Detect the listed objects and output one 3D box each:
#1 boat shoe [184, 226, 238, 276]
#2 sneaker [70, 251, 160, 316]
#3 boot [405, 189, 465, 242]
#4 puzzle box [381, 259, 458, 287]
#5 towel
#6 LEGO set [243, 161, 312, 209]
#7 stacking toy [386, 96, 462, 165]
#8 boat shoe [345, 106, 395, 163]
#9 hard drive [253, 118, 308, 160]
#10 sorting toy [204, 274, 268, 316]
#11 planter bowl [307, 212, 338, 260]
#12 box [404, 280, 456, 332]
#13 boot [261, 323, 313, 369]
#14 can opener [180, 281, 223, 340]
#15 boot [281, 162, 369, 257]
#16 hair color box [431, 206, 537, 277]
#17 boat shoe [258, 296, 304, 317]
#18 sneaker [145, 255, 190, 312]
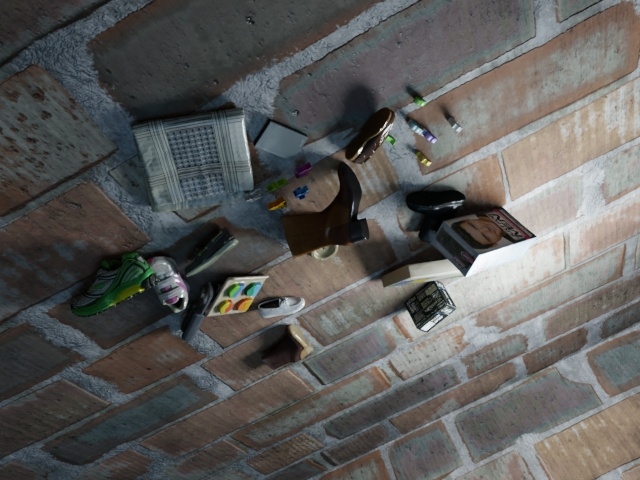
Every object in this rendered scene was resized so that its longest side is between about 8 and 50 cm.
[{"bbox_3d":[-0.373,0.040,1.818,0.228,0.069,0.081,-35,176,19],"label":"boat shoe"},{"bbox_3d":[-0.678,0.140,1.768,0.343,0.146,0.134,-26,-176,19],"label":"sneaker"},{"bbox_3d":[0.397,-0.077,1.998,0.246,0.094,0.207,-7,132,-25],"label":"boot"},{"bbox_3d":[0.476,0.118,2.163,0.409,0.052,0.272,-6,169,-18],"label":"puzzle box"},{"bbox_3d":[-0.355,-0.215,1.570,0.312,0.056,0.324,-12,138,-12],"label":"towel"},{"bbox_3d":[-0.115,-0.146,1.704,0.227,0.087,0.093,-26,174,0],"label":"LEGO set"},{"bbox_3d":[0.322,-0.341,1.728,0.221,0.052,0.167,20,123,-36],"label":"stacking toy"},{"bbox_3d":[0.162,-0.317,1.675,0.073,0.073,0.207,16,133,-37],"label":"boat shoe"},{"bbox_3d":[-0.117,-0.295,1.613,0.135,0.022,0.094,16,125,-35],"label":"hard drive"},{"bbox_3d":[-0.299,0.205,1.984,0.193,0.038,0.208,1,133,-52],"label":"sorting toy"},{"bbox_3d":[0.000,0.000,1.900,0.162,0.109,0.162,-12,138,-11],"label":"planter bowl"},{"bbox_3d":[0.471,0.282,2.358,0.077,0.147,0.180,25,120,-39],"label":"box"},{"bbox_3d":[-0.157,0.463,2.321,0.207,0.090,0.248,-27,141,2],"label":"boot"},{"bbox_3d":[-0.429,0.265,2.016,0.095,0.076,0.283,9,130,-29],"label":"can opener"},{"bbox_3d":[0.003,-0.096,1.796,0.280,0.264,0.096,-12,-174,25],"label":"boot"},{"bbox_3d":[0.606,-0.002,2.017,0.374,0.185,0.113,-13,139,-38],"label":"hair color box"},{"bbox_3d":[-0.154,0.249,2.131,0.184,0.066,0.063,-9,138,-1],"label":"boat shoe"},{"bbox_3d":[-0.507,0.150,1.838,0.103,0.111,0.252,-24,138,2],"label":"sneaker"}]
